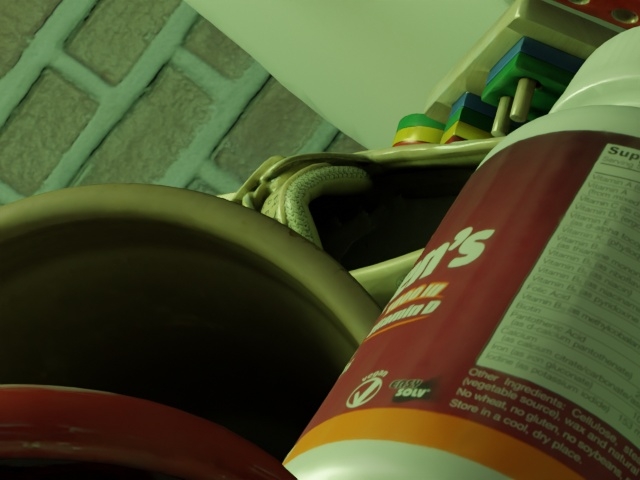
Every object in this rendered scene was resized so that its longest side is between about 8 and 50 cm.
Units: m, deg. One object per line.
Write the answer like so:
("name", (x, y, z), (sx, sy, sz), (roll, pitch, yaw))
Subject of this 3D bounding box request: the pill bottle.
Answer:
("pill bottle", (0.080, 0.037, 0.581), (0.221, 0.121, 0.121), (-55, 4, -40))

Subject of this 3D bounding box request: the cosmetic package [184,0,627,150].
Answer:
("cosmetic package", (0.141, -0.256, 1.138), (0.393, 0.329, 0.327), (-54, 5, -15))

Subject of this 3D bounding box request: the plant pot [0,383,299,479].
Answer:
("plant pot", (-0.072, 0.142, 0.448), (0.191, 0.191, 0.174), (-49, 38, 44))

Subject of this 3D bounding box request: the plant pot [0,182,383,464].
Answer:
("plant pot", (-0.056, 0.124, 0.817), (0.263, 0.263, 0.229), (-52, -16, -1))

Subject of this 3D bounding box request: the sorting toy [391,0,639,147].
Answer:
("sorting toy", (0.126, -0.049, 0.902), (0.274, 0.132, 0.046), (135, 155, -68))

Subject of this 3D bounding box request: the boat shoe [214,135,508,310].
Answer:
("boat shoe", (0.000, 0.000, 0.915), (0.302, 0.098, 0.109), (-4, 51, 28))
